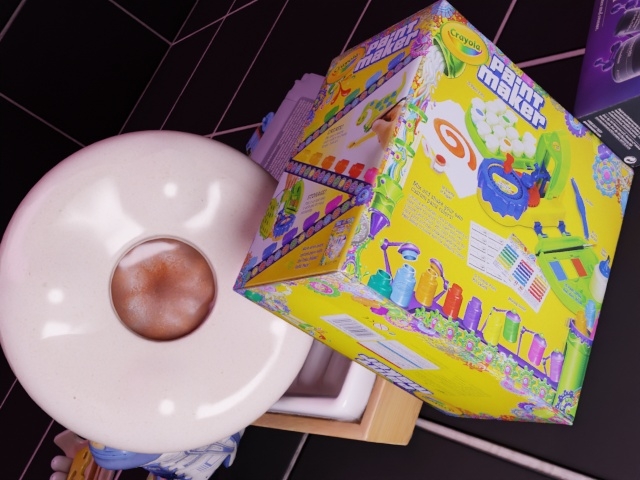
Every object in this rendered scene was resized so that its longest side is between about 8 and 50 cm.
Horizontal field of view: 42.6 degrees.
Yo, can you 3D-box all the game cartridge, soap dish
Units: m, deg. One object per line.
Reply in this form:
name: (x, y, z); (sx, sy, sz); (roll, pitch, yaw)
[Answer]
game cartridge: (-0.031, -0.134, 1.380); (0.198, 0.062, 0.297); (27, 85, 39)
soap dish: (0.022, 0.131, 0.991); (0.291, 0.118, 0.229); (-11, 51, 55)

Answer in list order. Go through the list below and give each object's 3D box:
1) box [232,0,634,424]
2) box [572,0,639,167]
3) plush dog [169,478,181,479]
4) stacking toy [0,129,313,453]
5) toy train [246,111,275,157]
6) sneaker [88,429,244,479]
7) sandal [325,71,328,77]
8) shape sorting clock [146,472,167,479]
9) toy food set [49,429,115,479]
box: (0.121, -0.013, 0.791); (0.177, 0.290, 0.279); (-13, 49, 55)
box: (0.372, -0.222, 0.818); (0.184, 0.103, 0.261); (-17, 46, 49)
plush dog: (-0.168, 0.446, 0.939); (0.262, 0.210, 0.225); (-72, 7, -65)
stacking toy: (-0.208, 0.074, 1.079); (0.351, 0.350, 0.480); (-62, 7, -11)
toy train: (-0.082, -0.167, 1.548); (0.105, 0.080, 0.184); (-56, 28, 21)
sneaker: (-0.179, 0.267, 1.050); (0.111, 0.296, 0.131); (10, 94, 27)
sandal: (0.004, -0.261, 1.533); (0.072, 0.049, 0.180); (-20, 44, 50)
shape sorting clock: (-0.228, 0.383, 1.218); (0.206, 0.040, 0.206); (-40, 30, 30)
toy food set: (-0.476, 0.473, 1.475); (0.219, 0.092, 0.306); (-32, 36, 40)
